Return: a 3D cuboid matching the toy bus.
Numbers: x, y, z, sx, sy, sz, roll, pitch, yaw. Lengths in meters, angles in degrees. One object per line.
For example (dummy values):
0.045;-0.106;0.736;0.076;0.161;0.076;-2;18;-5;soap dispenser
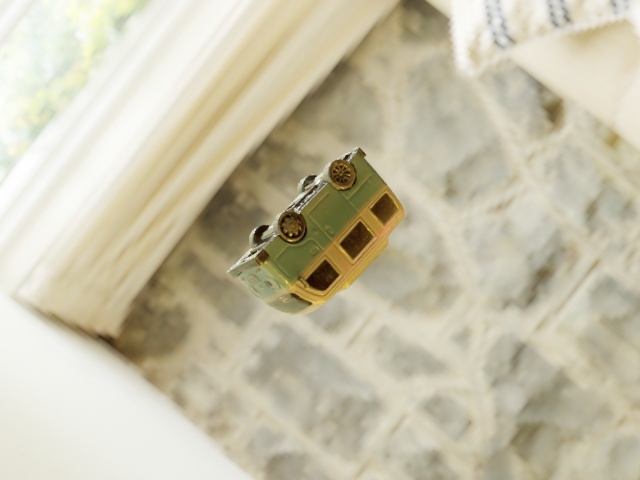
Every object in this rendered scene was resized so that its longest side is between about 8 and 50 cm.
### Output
0.000;0.000;1.279;0.075;0.123;0.060;47;154;-8;toy bus
